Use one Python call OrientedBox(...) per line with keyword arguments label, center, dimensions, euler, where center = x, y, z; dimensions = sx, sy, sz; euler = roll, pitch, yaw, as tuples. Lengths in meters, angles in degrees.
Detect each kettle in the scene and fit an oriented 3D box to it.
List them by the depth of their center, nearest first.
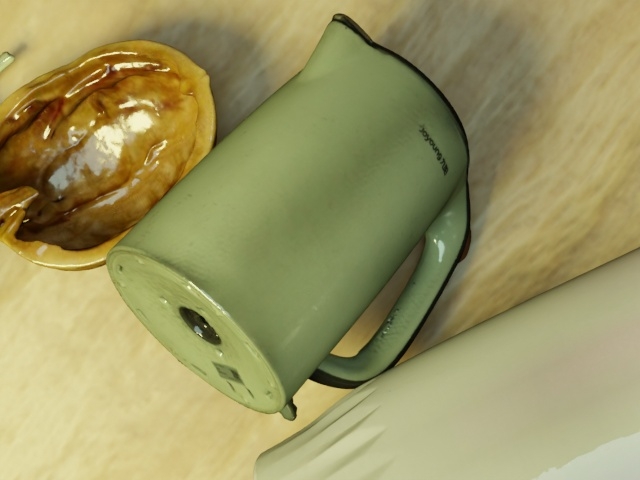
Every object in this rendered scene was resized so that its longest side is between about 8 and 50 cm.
OrientedBox(label="kettle", center=(0.000, 0.000, 1.119), dimensions=(0.255, 0.165, 0.240), euler=(-49, 122, -24))

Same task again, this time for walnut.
OrientedBox(label="walnut", center=(-0.165, -0.057, 1.182), dimensions=(0.211, 0.087, 0.167), euler=(-31, 68, 2))

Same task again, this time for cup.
OrientedBox(label="cup", center=(0.157, 0.171, 1.083), dimensions=(0.371, 0.253, 0.253), euler=(-23, 89, 6))

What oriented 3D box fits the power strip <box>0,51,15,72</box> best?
OrientedBox(label="power strip", center=(-0.303, -0.083, 1.216), dimensions=(0.075, 0.042, 0.175), euler=(42, 93, 4))
